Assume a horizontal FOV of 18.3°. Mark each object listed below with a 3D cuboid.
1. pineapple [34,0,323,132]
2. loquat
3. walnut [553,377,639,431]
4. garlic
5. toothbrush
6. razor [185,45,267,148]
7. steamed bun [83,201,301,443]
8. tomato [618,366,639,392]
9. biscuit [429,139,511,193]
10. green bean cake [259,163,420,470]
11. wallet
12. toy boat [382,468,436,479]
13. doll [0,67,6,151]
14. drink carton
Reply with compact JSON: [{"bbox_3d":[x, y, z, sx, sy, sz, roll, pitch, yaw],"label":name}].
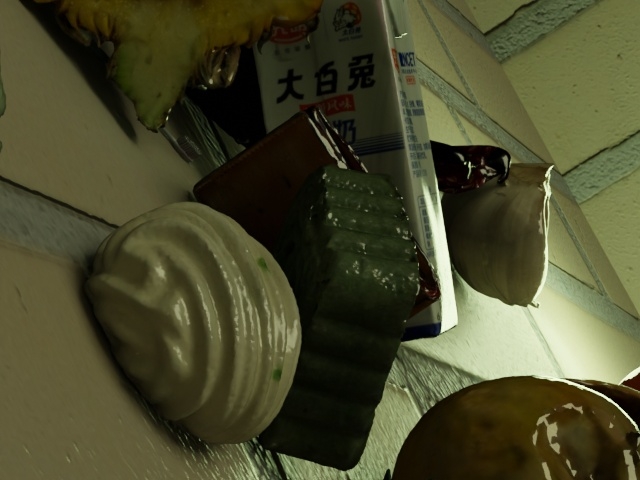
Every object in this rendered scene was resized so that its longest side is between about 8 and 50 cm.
[{"bbox_3d":[-0.131,-0.253,1.653,0.209,0.344,0.286,-102,-159,-65],"label":"pineapple"},{"bbox_3d":[0.168,0.224,1.637,0.244,0.244,0.244,53,15,-21],"label":"loquat"},{"bbox_3d":[0.307,0.234,2.240,0.211,0.087,0.167,14,37,2],"label":"walnut"},{"bbox_3d":[0.218,-0.010,2.478,0.229,0.142,0.178,-100,-164,-72],"label":"garlic"},{"bbox_3d":[-0.154,-0.125,1.679,0.167,0.014,0.011,49,26,-32],"label":"toothbrush"},{"bbox_3d":[-0.116,-0.226,1.830,0.327,0.107,0.189,52,17,-25],"label":"razor"},{"bbox_3d":[-0.079,0.050,1.385,0.183,0.106,0.183,53,13,-18],"label":"steamed bun"},{"bbox_3d":[0.479,0.276,2.399,0.321,0.321,0.321,53,15,-21],"label":"tomato"},{"bbox_3d":[0.131,-0.092,2.357,0.235,0.151,0.063,-5,106,-71],"label":"biscuit"},{"bbox_3d":[0.007,0.053,1.513,0.094,0.185,0.183,16,30,-13],"label":"green bean cake"},{"bbox_3d":[-0.003,0.000,1.646,0.195,0.161,0.042,55,40,0],"label":"wallet"},{"bbox_3d":[0.125,0.315,1.495,0.296,0.114,0.122,53,8,-19],"label":"toy boat"},{"bbox_3d":[-0.240,-0.123,1.265,0.103,0.071,0.214,36,29,-53],"label":"doll"},{"bbox_3d":[0.029,-0.065,1.733,0.106,0.130,0.315,-17,98,-76],"label":"drink carton"}]
